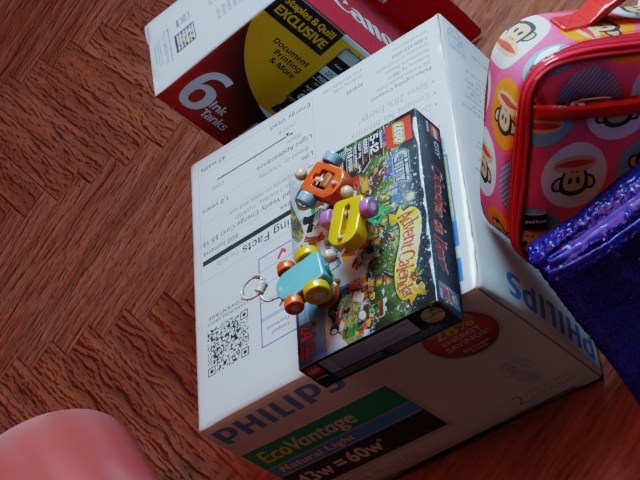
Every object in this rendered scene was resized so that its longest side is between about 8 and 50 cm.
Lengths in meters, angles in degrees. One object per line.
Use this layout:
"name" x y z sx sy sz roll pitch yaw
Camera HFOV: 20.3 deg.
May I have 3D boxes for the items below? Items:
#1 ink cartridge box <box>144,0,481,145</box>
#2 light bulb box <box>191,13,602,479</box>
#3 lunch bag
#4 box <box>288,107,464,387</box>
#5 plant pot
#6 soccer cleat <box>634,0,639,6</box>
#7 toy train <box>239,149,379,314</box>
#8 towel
"ink cartridge box" 0.007 -0.203 2.023 0.272 0.309 0.130 -37 42 23
"light bulb box" 0.065 0.027 1.862 0.358 0.225 0.361 -30 45 28
"lunch bag" 0.294 -0.118 1.628 0.120 0.293 0.258 -124 30 -56
"box" 0.048 0.005 1.680 0.159 0.044 0.233 -29 45 28
"plant pot" -0.254 0.359 1.947 0.275 0.275 0.243 -54 46 2
"soccer cleat" 0.335 -0.202 1.784 0.331 0.143 0.116 -27 44 21
"toy train" 0.000 0.000 1.662 0.125 0.046 0.166 15 71 51
"towel" 0.360 0.009 1.538 0.308 0.228 0.076 -37 2 14
